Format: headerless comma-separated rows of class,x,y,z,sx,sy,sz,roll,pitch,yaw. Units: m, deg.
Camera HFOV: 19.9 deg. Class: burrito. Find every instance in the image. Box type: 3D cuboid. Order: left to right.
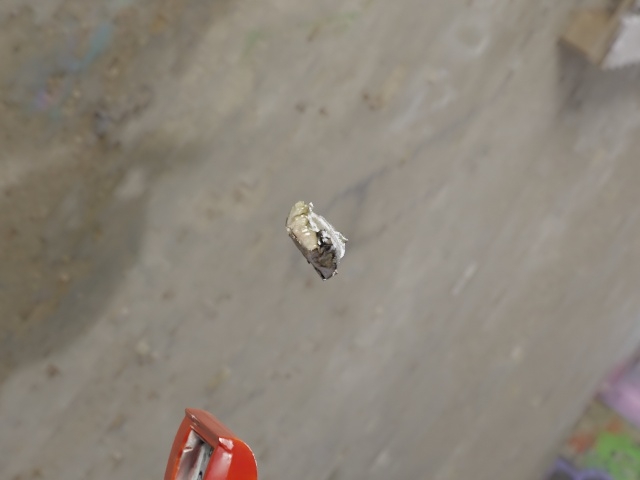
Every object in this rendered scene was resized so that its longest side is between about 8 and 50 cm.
burrito,-0.002,0.001,1.648,0.042,0.051,0.171,-21,169,7

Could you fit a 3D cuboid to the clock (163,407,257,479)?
clock,-0.098,0.222,1.649,0.155,0.061,0.113,-160,-95,-75
